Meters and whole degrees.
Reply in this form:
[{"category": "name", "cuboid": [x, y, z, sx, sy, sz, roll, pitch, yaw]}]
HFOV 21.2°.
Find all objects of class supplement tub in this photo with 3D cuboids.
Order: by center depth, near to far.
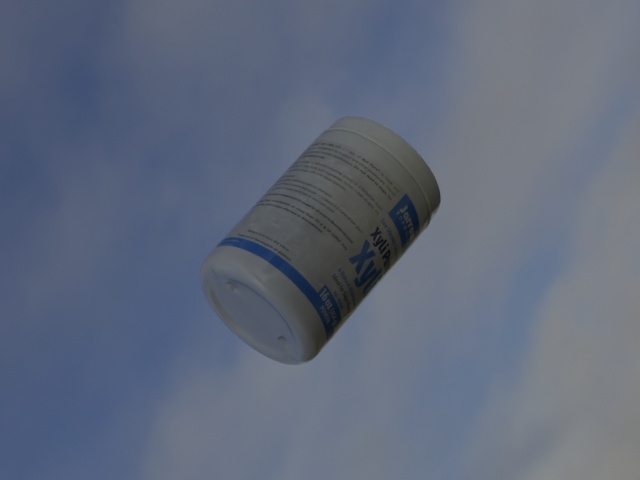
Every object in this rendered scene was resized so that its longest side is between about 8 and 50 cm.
[{"category": "supplement tub", "cuboid": [0.000, 0.000, 0.809, 0.107, 0.071, 0.071, -48, -18, -25]}]
